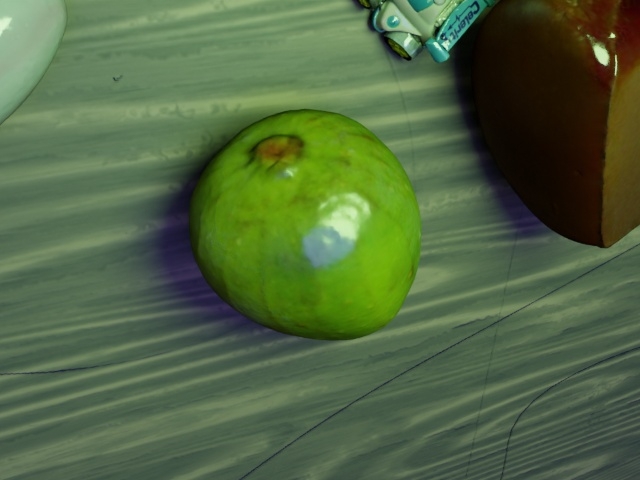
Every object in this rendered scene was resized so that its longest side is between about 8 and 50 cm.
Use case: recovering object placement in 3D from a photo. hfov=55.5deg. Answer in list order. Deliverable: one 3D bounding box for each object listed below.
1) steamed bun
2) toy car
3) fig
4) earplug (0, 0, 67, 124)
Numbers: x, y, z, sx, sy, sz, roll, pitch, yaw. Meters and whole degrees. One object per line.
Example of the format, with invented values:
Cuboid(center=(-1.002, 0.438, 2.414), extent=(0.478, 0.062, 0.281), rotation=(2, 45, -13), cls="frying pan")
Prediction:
Cuboid(center=(0.331, -0.193, 0.762), extent=(0.235, 0.248, 0.379), rotation=(-35, 138, -6), cls="steamed bun")
Cuboid(center=(0.117, -0.301, 0.717), extent=(0.126, 0.098, 0.161), rotation=(-49, 123, 3), cls="toy car")
Cuboid(center=(0.000, 0.000, 0.737), extent=(0.258, 0.258, 0.326), rotation=(-39, 140, -1), cls="fig")
Cuboid(center=(-0.367, -0.149, 0.565), extent=(0.301, 0.172, 0.172), rotation=(-43, 122, -5), cls="earplug")
